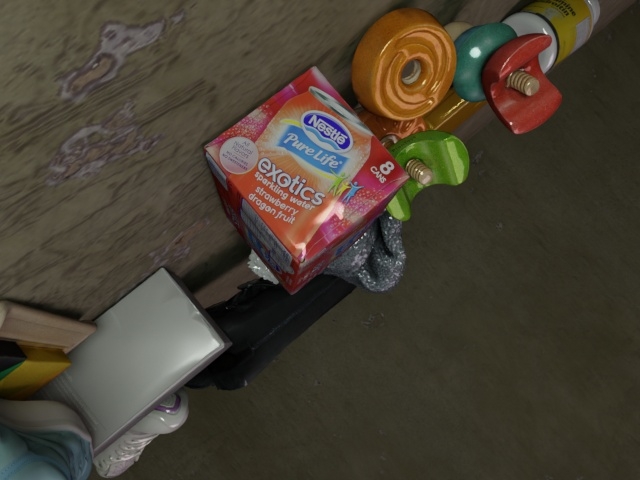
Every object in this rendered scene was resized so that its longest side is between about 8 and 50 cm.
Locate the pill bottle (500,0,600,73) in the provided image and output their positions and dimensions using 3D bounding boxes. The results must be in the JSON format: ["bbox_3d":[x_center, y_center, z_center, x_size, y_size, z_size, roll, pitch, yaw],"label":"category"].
[{"bbox_3d":[0.362,-0.333,0.948,0.184,0.103,0.103,-37,174,-31],"label":"pill bottle"}]

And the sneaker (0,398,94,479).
[{"bbox_3d":[-0.258,0.219,0.490,0.135,0.150,0.366,-36,163,-13],"label":"sneaker"}]

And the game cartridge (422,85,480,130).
[{"bbox_3d":[0.302,-0.294,1.207,0.324,0.052,0.285,-39,176,17],"label":"game cartridge"}]

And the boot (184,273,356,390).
[{"bbox_3d":[-0.102,0.123,1.096,0.367,0.146,0.445,-30,-174,46],"label":"boot"}]

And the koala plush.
[{"bbox_3d":[0.000,0.000,0.897,0.221,0.203,0.196,-12,-164,-5],"label":"koala plush"}]

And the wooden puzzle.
[{"bbox_3d":[-0.317,0.143,0.529,0.221,0.044,0.238,-39,175,-9],"label":"wooden puzzle"}]

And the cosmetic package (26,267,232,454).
[{"bbox_3d":[-0.240,0.155,0.740,0.238,0.127,0.107,-37,173,-10],"label":"cosmetic package"}]

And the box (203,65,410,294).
[{"bbox_3d":[-0.019,-0.040,0.603,0.123,0.128,0.257,-39,174,-10],"label":"box"}]

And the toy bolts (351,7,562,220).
[{"bbox_3d":[0.110,-0.173,0.633,0.228,0.158,0.218,-31,132,-6],"label":"toy bolts"}]

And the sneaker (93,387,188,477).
[{"bbox_3d":[-0.300,0.304,0.969,0.114,0.152,0.305,0,170,-42],"label":"sneaker"}]
